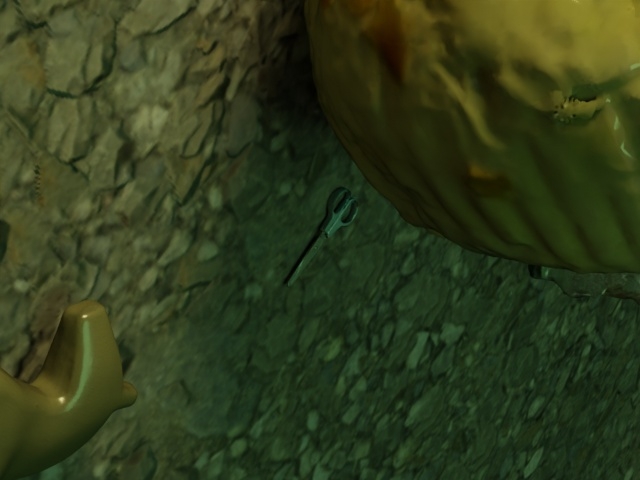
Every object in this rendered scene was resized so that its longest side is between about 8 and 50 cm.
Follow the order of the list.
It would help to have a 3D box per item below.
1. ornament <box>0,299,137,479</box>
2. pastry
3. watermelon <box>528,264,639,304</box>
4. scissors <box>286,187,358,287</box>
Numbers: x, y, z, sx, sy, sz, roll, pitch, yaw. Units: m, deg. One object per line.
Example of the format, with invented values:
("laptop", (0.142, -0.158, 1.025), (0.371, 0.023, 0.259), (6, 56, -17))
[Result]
("ornament", (-0.211, 0.113, 0.819), (0.230, 0.061, 0.245), (-60, 145, -9))
("pastry", (0.178, -0.164, 0.889), (0.388, 0.388, 0.313), (-35, 120, -35))
("watermelon", (0.318, -0.046, 1.268), (0.310, 0.231, 0.193), (-10, 112, -45))
("scissors", (0.000, 0.000, 1.071), (0.083, 0.006, 0.036), (-55, 147, -12))
